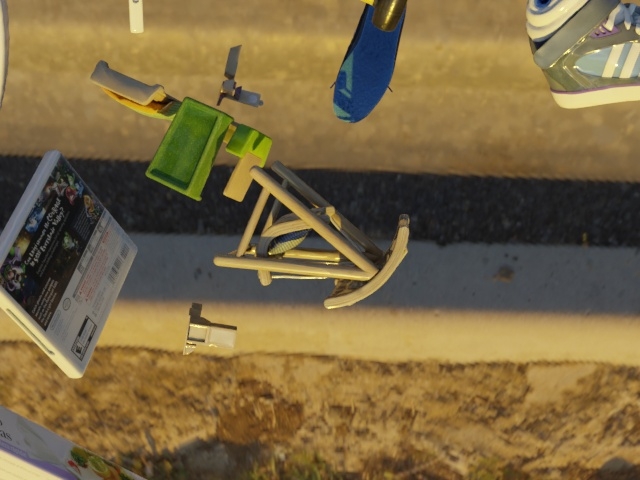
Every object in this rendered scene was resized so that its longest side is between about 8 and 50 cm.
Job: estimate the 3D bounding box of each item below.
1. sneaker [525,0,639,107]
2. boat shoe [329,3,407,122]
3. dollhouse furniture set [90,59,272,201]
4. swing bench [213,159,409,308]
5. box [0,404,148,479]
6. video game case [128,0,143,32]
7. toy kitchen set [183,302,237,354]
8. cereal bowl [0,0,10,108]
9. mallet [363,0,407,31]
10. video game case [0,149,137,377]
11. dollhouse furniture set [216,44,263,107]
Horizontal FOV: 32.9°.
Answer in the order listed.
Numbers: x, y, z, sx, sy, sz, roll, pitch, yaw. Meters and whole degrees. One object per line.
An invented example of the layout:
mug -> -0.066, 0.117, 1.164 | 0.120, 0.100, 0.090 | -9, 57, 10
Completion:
sneaker -> 0.485, -0.350, 1.718 | 0.323, 0.236, 0.130 | -9, 30, 30
boat shoe -> 0.097, -0.326, 1.902 | 0.109, 0.089, 0.258 | 25, 96, -4
dollhouse furniture set -> -0.269, -0.182, 1.917 | 0.301, 0.197, 0.151 | 25, 92, 25
swing bench -> 0.000, 0.000, 1.663 | 0.255, 0.253, 0.165 | 23, 96, 3
box -> -0.244, 0.193, 0.894 | 0.067, 0.324, 0.063 | -42, 45, 7
video game case -> -0.219, -0.341, 1.274 | 0.019, 0.143, 0.157 | -3, 34, -9
toy kitchen set -> -0.172, 0.148, 1.684 | 0.075, 0.083, 0.068 | 9, 109, -7
cereal bowl -> -0.366, -0.141, 0.691 | 0.339, 0.339, 0.141 | -12, 22, -5
mallet -> 0.026, -0.342, 1.503 | 0.190, 0.062, 0.039 | 15, 38, 3
video game case -> -0.283, 0.026, 1.196 | 0.022, 0.173, 0.190 | -7, 46, 27
dollhouse furniture set -> -0.130, -0.297, 1.943 | 0.081, 0.091, 0.114 | 14, 75, -10
